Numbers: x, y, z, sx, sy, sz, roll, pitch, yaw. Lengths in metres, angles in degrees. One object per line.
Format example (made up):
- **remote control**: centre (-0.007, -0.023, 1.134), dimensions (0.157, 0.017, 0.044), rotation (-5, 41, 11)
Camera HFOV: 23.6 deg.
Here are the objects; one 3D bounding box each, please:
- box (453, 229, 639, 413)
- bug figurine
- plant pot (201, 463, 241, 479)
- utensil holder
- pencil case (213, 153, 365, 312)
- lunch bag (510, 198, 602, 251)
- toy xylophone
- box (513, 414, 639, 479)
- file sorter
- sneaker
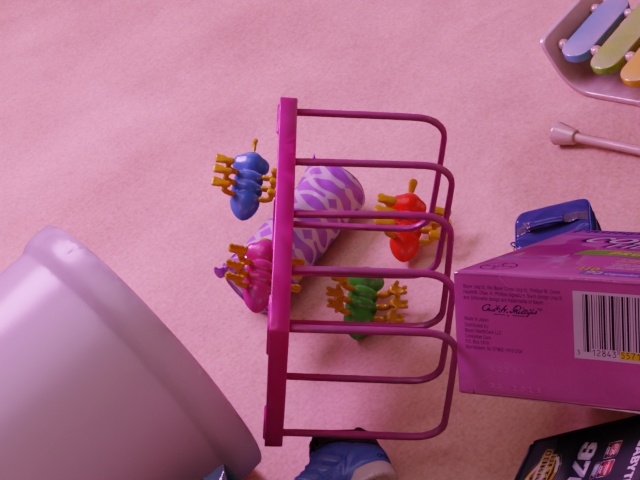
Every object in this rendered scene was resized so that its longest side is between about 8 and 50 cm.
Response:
- **box**: centre (0.277, 0.068, 1.416), dimensions (0.214, 0.117, 0.243), rotation (3, 11, 36)
- **bug figurine**: centre (0.000, 0.000, 1.743), dimensions (0.279, 0.072, 0.216), rotation (15, 59, -5)
- **plant pot**: centre (-0.128, 0.359, 1.392), dimensions (0.234, 0.165, 0.165), rotation (-32, 35, 9)
- **utensil holder**: centre (-0.308, 0.231, 1.531), dimensions (0.385, 0.327, 0.328), rotation (-42, 38, -14)
- **pencil case**: centre (-0.034, -0.007, 1.828), dimensions (0.088, 0.086, 0.206), rotation (30, 61, 23)
- **lunch bag**: centre (0.253, -0.002, 1.655), dimensions (0.098, 0.065, 0.067), rotation (-14, 38, 18)
- **toy xylophone**: centre (0.399, -0.199, 1.785), dimensions (0.323, 0.081, 0.236), rotation (9, 50, 40)
- **box**: centre (0.217, 0.257, 1.324), dimensions (0.175, 0.051, 0.220), rotation (-25, 27, 51)
- **file sorter**: centre (0.040, 0.033, 1.534), dimensions (0.182, 0.202, 0.290), rotation (2, 52, -1)
- **sneaker**: centre (-0.005, 0.239, 1.536), dimensions (0.152, 0.058, 0.084), rotation (-25, 42, -2)
